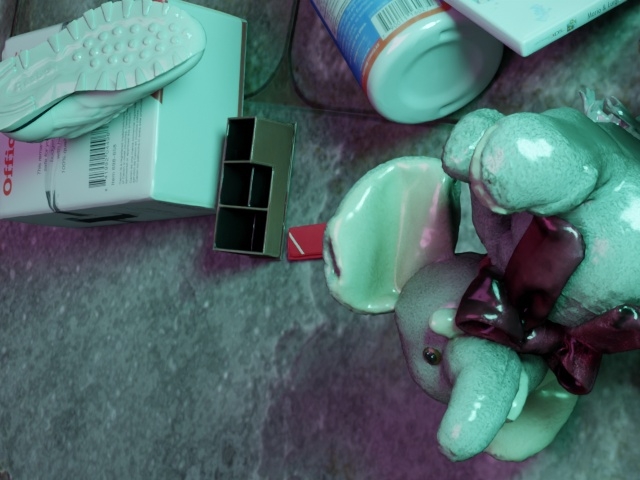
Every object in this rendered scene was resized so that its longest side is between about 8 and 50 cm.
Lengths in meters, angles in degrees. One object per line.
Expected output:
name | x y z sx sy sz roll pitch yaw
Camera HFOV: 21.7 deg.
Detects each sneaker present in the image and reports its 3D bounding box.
sneaker | -0.202 -0.152 1.551 0.235 0.095 0.090 -16 66 21

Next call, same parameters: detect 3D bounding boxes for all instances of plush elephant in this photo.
plush elephant | 0.146 0.043 1.164 0.255 0.272 0.330 -49 13 18

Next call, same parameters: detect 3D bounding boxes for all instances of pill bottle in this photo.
pill bottle | 0.055 -0.215 1.416 0.124 0.124 0.221 -50 50 29

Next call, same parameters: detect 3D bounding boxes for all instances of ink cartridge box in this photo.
ink cartridge box | -0.207 -0.121 1.688 0.272 0.114 0.197 -4 80 45

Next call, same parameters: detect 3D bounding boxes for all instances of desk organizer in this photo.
desk organizer | -0.062 -0.050 1.565 0.047 0.050 0.130 2 84 47

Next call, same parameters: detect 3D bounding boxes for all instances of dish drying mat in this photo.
dish drying mat | 0.000 0.000 1.520 0.083 0.008 0.032 -7 77 47

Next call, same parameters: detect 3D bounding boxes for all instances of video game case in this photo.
video game case | 0.166 -0.213 1.300 0.157 0.143 0.019 44 156 42

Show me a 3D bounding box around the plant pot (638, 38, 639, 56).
plant pot | 0.292 -0.187 1.043 0.167 0.167 0.165 -4 72 47
